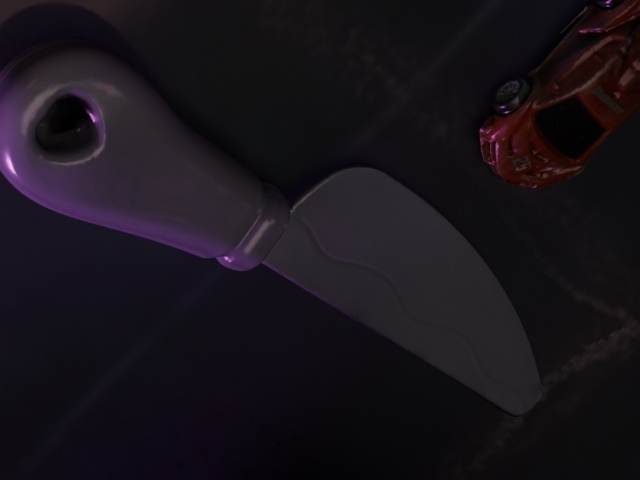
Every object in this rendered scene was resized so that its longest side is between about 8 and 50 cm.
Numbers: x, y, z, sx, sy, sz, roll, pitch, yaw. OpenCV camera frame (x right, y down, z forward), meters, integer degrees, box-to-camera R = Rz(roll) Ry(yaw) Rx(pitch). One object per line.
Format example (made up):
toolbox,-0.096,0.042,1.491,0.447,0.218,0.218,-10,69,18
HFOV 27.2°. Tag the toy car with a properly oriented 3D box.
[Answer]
toy car,0.127,-0.072,0.616,0.122,0.035,0.059,-46,122,4

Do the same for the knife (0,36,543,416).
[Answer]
knife,0.001,-0.002,0.611,0.331,0.044,0.080,27,96,-32
